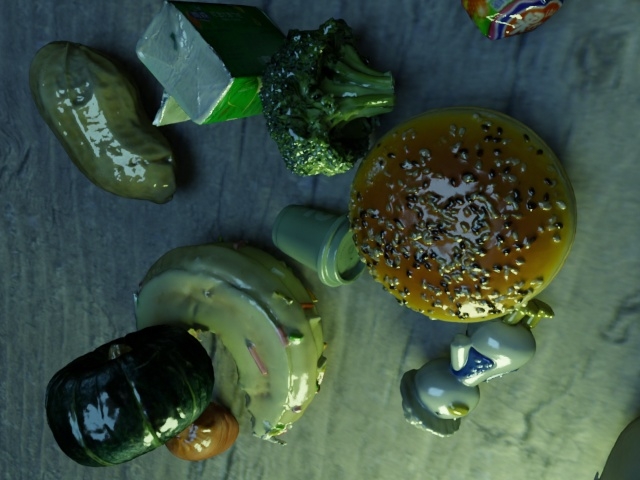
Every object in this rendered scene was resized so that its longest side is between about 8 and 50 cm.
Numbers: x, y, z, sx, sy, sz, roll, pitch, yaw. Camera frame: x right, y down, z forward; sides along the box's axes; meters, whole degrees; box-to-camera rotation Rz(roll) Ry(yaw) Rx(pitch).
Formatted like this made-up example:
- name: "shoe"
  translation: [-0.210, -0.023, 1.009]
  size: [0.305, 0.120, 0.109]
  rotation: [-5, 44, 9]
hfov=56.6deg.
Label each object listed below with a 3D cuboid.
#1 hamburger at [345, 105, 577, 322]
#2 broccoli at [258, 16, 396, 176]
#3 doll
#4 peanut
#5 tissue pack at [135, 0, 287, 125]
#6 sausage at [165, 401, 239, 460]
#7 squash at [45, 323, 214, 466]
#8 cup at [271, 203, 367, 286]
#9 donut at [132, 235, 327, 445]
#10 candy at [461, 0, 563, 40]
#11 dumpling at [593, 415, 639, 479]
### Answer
- name: "hamburger"
  translation: [0.178, -0.030, 0.784]
  size: [0.300, 0.176, 0.300]
  rotation: [9, 110, 26]
- name: "broccoli"
  translation: [0.008, -0.183, 0.780]
  size: [0.176, 0.226, 0.198]
  rotation: [-21, 115, -8]
- name: "doll"
  translation: [0.217, 0.189, 0.875]
  size: [0.293, 0.138, 0.119]
  rotation: [-51, 40, 30]
- name: "peanut"
  translation: [-0.377, -0.203, 1.051]
  size: [0.174, 0.158, 0.340]
  rotation: [-29, 97, 4]
- name: "tissue pack"
  translation: [-0.148, -0.244, 0.870]
  size: [0.156, 0.209, 0.148]
  rotation: [-41, 86, 34]
- name: "sausage"
  translation: [-0.223, 0.350, 1.100]
  size: [0.113, 0.259, 0.114]
  rotation: [-1, 73, 2]
- name: "squash"
  translation: [-0.289, 0.233, 0.915]
  size: [0.252, 0.252, 0.165]
  rotation: [-22, 95, 33]
- name: "cup"
  translation: [0.000, 0.000, 0.940]
  size: [0.141, 0.120, 0.120]
  rotation: [22, 118, 36]
- name: "donut"
  translation: [-0.148, 0.147, 1.044]
  size: [0.371, 0.150, 0.307]
  rotation: [33, 121, 14]
- name: "candy"
  translation: [0.169, -0.411, 0.702]
  size: [0.124, 0.124, 0.366]
  rotation: [-30, 84, 34]
- name: "dumpling"
  translation: [0.481, 0.316, 0.750]
  size: [0.204, 0.163, 0.293]
  rotation: [44, 111, 14]
